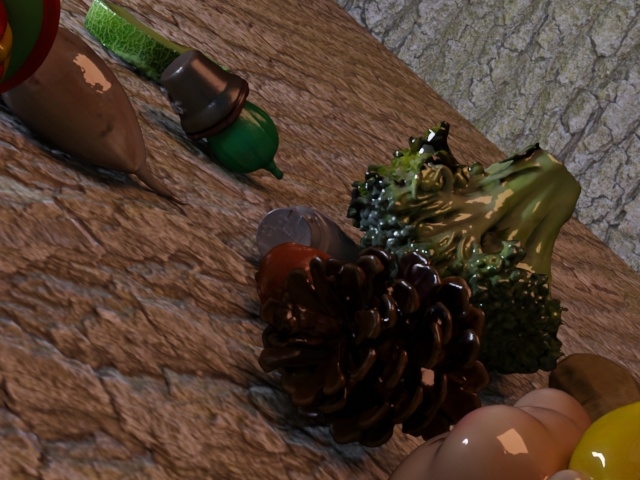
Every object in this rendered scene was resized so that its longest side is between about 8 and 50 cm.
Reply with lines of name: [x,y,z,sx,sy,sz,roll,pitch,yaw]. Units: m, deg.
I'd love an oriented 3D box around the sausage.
sausage: [0.010,0.077,1.240,0.179,0.089,0.089,45,15,-8]

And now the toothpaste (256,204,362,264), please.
toothpaste: [0.000,0.000,1.483,0.114,0.073,0.299,42,9,13]

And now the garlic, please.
garlic: [-0.241,-0.127,1.296,0.266,0.128,0.148,49,29,5]

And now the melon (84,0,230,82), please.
melon: [-0.234,-0.266,1.731,0.209,0.064,0.118,32,17,-7]

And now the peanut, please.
peanut: [0.354,0.227,1.518,0.125,0.111,0.274,15,19,-17]

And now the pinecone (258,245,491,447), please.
pinecone: [0.040,0.095,1.102,0.212,0.169,0.185,-4,31,-41]

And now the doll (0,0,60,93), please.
doll: [-0.328,-0.228,1.162,0.160,0.183,0.363,26,23,-22]

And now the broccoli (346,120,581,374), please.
broccoli: [0.177,0.020,1.516,0.334,0.324,0.272,47,60,5]

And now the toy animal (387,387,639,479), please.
toy animal: [0.184,0.209,0.949,0.345,0.278,0.247,14,14,-48]

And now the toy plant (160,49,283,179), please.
toy plant: [-0.121,-0.155,1.597,0.200,0.105,0.143,49,-2,-21]
